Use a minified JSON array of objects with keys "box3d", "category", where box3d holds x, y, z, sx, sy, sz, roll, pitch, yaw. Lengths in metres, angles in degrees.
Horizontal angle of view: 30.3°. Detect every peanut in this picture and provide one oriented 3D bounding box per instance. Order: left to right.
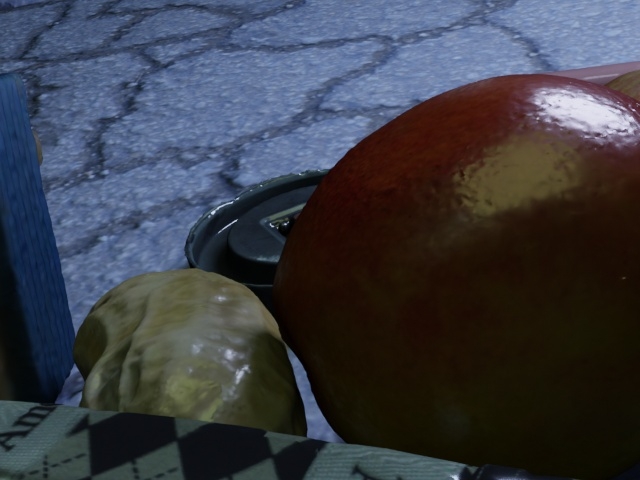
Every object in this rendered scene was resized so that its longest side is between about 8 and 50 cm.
[{"box3d":[-0.100,0.119,0.920,0.174,0.158,0.340,-41,20,9],"category":"peanut"}]

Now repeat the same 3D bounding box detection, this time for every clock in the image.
[{"box3d":[0.000,0.000,1.221,0.280,0.055,0.280,-10,25,5],"category":"clock"}]

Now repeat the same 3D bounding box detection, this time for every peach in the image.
[{"box3d":[0.127,0.034,0.841,0.332,0.308,0.308,-13,25,9],"category":"peach"}]

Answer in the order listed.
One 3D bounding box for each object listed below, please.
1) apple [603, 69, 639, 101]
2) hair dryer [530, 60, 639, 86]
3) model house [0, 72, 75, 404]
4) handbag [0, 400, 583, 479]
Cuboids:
[{"box3d":[0.295,-0.050,1.040,0.174,0.188,0.188,-49,33,-2],"category":"apple"},{"box3d":[0.381,-0.196,1.404,0.352,0.125,0.210,1,27,39],"category":"hair dryer"},{"box3d":[-0.414,0.041,1.063,0.382,0.335,0.342,2,18,36],"category":"model house"},{"box3d":[-0.050,0.232,0.502,0.416,0.317,0.180,5,29,21],"category":"handbag"}]
